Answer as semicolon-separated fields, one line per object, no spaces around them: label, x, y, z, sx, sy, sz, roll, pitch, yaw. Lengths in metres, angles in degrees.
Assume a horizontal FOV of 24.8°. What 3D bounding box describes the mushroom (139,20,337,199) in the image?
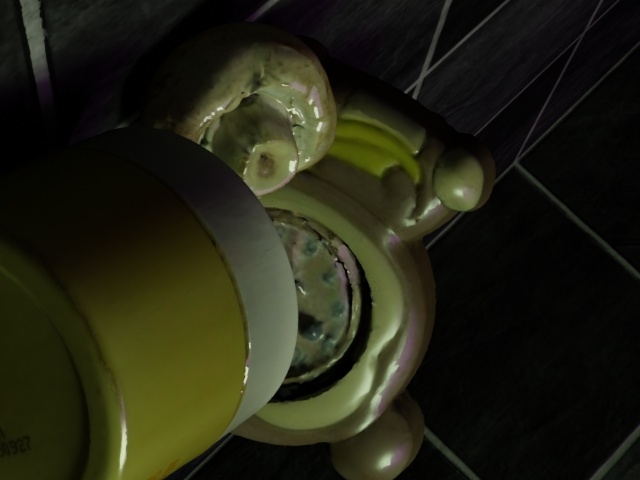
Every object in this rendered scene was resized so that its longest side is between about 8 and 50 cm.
mushroom;-0.059;-0.084;1.021;0.148;0.112;0.148;-22;137;-22

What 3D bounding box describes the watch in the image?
watch;0.000;0.000;1.263;0.335;0.314;0.327;-61;178;15

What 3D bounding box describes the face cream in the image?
face cream;-0.152;0.055;0.909;0.179;0.218;0.218;-31;161;-52
